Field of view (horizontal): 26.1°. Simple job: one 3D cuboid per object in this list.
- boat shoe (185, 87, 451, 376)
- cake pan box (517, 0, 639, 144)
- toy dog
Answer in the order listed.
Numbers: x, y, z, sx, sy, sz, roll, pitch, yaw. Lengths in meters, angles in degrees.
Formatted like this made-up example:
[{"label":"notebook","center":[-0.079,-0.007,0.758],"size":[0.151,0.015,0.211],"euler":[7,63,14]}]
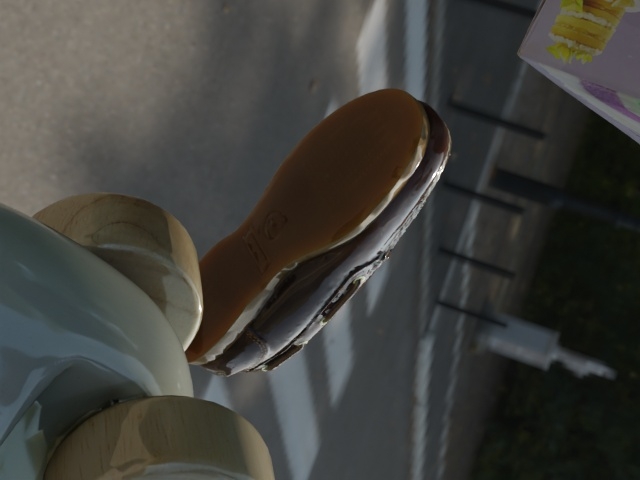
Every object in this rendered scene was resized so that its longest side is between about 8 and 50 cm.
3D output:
[{"label":"boat shoe","center":[0.000,0.000,0.756],"size":[0.207,0.073,0.073],"euler":[-42,-131,28]},{"label":"cake pan box","center":[0.271,-0.048,0.741],"size":[0.267,0.245,0.070],"euler":[23,96,-50]},{"label":"toy dog","center":[-0.175,0.037,0.484],"size":[0.161,0.333,0.220],"euler":[-48,-166,20]}]
